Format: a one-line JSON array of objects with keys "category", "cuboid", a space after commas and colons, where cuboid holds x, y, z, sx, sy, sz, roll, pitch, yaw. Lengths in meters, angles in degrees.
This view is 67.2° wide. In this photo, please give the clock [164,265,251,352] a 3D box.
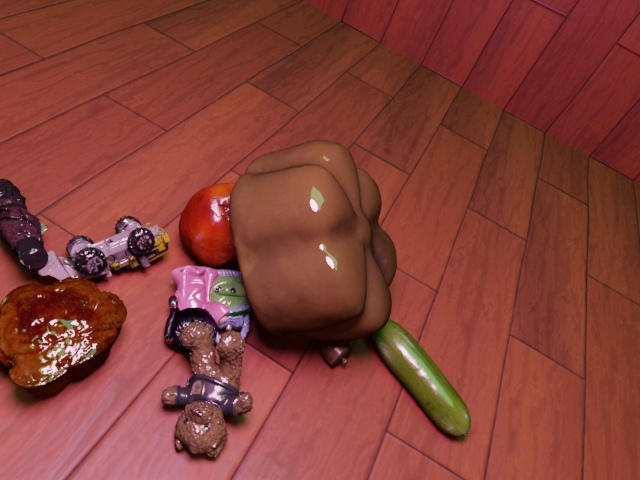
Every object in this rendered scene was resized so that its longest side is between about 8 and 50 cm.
[{"category": "clock", "cuboid": [-0.257, 0.163, 1.116, 0.193, 0.100, 0.196, 8, 55, -17]}]

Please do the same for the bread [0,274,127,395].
[{"category": "bread", "cuboid": [-0.520, 0.175, 0.956, 0.232, 0.135, 0.246, 38, 45, 13]}]

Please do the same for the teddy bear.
[{"category": "teddy bear", "cuboid": [-0.219, 0.302, 0.985, 0.181, 0.129, 0.252, 3, 68, 16]}]

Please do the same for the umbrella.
[{"category": "umbrella", "cuboid": [-0.687, -0.043, 1.082, 0.090, 0.094, 0.326, -38, 52, -15]}]

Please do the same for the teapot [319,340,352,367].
[{"category": "teapot", "cuboid": [0.055, 0.253, 1.174, 0.080, 0.110, 0.085, 44, 13, 24]}]

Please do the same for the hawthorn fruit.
[{"category": "hawthorn fruit", "cuboid": [-0.236, -0.054, 1.194, 0.211, 0.299, 0.212, 11, 61, -20]}]

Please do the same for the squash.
[{"category": "squash", "cuboid": [0.232, 0.316, 1.194, 0.101, 0.101, 0.379, -19, 58, -36]}]

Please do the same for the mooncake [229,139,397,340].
[{"category": "mooncake", "cuboid": [0.000, 0.000, 1.128, 0.262, 0.467, 0.467, -13, 38, 24]}]

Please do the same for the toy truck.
[{"category": "toy truck", "cuboid": [-0.495, 0.034, 1.117, 0.285, 0.111, 0.136, -25, 31, -29]}]
